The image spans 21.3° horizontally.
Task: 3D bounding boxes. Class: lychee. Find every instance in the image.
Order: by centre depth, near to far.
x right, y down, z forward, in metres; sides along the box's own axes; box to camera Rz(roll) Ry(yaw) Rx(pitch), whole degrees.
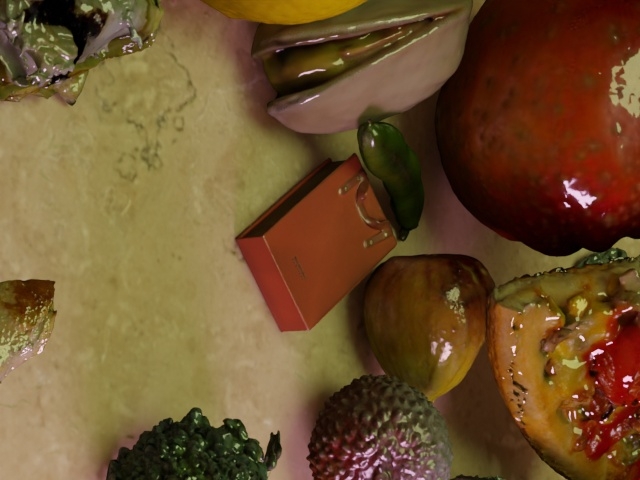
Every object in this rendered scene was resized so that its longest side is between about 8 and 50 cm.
[{"bbox_3d":[0.066,0.237,1.879,0.165,0.165,0.197,61,11,-22],"label":"lychee"}]

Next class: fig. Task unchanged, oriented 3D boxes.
[{"bbox_3d":[0.118,0.137,1.994,0.159,0.159,0.257,-7,111,-49],"label":"fig"}]

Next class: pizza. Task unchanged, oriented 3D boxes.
[{"bbox_3d":[0.406,0.115,2.011,0.440,0.406,0.130,53,3,-47],"label":"pizza"}]

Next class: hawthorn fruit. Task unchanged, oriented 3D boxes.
[{"bbox_3d":[0.330,-0.185,2.070,0.403,0.403,0.402,10,77,-48],"label":"hawthorn fruit"}]

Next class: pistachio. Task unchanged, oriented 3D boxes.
[{"bbox_3d":[0.057,-0.216,1.917,0.288,0.197,0.166,-30,103,-35],"label":"pistachio"}]

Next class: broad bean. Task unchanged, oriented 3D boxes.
[{"bbox_3d":[0.087,-0.079,1.976,0.065,0.046,0.254,-48,152,-11],"label":"broad bean"}]

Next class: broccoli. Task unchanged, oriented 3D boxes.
[{"bbox_3d":[-0.124,0.294,1.708,0.198,0.177,0.274,-99,-173,-54],"label":"broccoli"}]

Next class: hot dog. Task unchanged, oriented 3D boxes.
[{"bbox_3d":[-0.306,0.097,1.550,0.169,0.061,0.078,-40,83,-23],"label":"hot dog"}]

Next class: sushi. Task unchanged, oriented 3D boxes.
[{"bbox_3d":[-0.255,-0.192,1.609,0.291,0.131,0.139,-29,104,-56],"label":"sushi"}]

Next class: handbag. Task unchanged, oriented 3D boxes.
[{"bbox_3d":[0.000,0.000,1.922,0.190,0.063,0.127,-42,115,-41],"label":"handbag"}]

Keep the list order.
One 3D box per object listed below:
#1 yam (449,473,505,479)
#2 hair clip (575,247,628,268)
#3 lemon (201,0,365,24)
[{"bbox_3d":[0.246,0.378,2.055,0.271,0.201,0.202,17,71,-40],"label":"yam"},{"bbox_3d":[0.439,0.170,2.376,0.138,0.091,0.321,-18,97,-46],"label":"hair clip"},{"bbox_3d":[-0.029,-0.380,1.768,0.336,0.336,0.336,10,77,-48],"label":"lemon"}]
